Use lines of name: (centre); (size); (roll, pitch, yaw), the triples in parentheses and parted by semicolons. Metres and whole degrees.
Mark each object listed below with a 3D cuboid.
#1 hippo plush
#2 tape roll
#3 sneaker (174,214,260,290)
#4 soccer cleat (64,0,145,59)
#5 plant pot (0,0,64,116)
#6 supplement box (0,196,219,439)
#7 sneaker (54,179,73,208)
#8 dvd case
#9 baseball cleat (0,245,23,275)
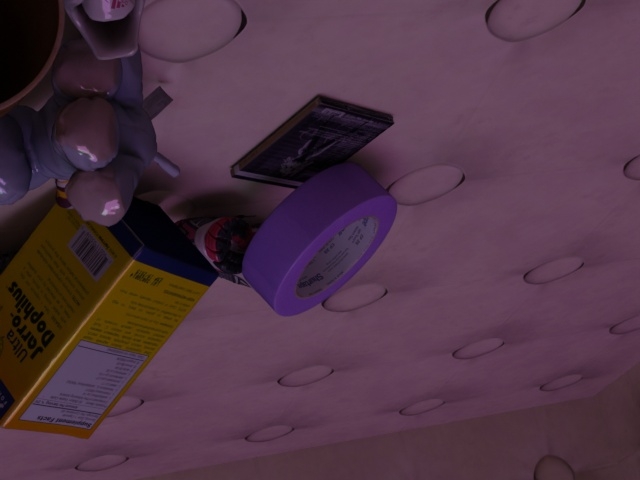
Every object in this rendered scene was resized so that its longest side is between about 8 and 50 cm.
hippo plush: (-0.338, -0.150, 1.350); (0.237, 0.234, 0.294); (-1, -162, 9)
tape roll: (0.000, 0.000, 1.815); (0.275, 0.090, 0.275); (-39, 159, -18)
sneaker: (-0.152, 0.014, 1.894); (0.112, 0.121, 0.299); (9, 168, 23)
soccer cleat: (-0.218, -0.310, 1.079); (0.116, 0.143, 0.331); (-11, 156, -8)
plant pot: (-0.407, -0.204, 1.146); (0.237, 0.237, 0.254); (-5, 171, -21)
supplement box: (-0.369, 0.108, 1.680); (0.356, 0.195, 0.194); (-51, 147, 8)
sneaker: (-0.363, -0.113, 1.535); (0.084, 0.069, 0.185); (9, 142, -27)
dvd case: (-0.014, -0.148, 1.710); (0.164, 0.018, 0.221); (8, 147, -43)
baseball cleat: (-0.524, 0.048, 1.776); (0.206, 0.072, 0.109); (-38, 130, 20)
